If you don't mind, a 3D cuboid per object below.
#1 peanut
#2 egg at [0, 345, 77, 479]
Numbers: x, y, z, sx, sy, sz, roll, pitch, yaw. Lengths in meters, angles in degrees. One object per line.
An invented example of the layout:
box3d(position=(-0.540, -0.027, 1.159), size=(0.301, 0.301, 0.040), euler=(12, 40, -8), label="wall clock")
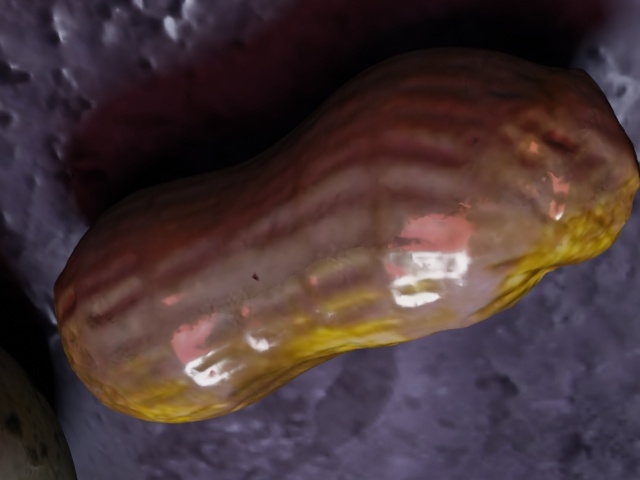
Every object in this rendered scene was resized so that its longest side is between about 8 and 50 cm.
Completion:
box3d(position=(0.000, 0.000, 0.431), size=(0.206, 0.087, 0.087), euler=(-22, 124, 26), label="peanut")
box3d(position=(-0.161, 0.101, 0.503), size=(0.141, 0.141, 0.182), euler=(-9, 140, 15), label="egg")
